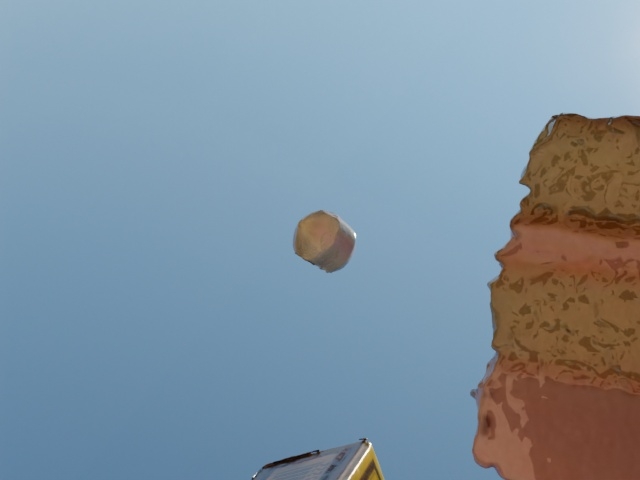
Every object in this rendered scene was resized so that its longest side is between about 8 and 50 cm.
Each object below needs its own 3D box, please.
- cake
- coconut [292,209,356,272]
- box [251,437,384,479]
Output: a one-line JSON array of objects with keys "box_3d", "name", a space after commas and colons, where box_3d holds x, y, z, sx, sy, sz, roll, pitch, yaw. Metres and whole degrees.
[{"box_3d": [0.315, 0.072, 0.658, 0.293, 0.314, 0.306, 13, -87, 39], "name": "cake"}, {"box_3d": [0.000, 0.000, 1.406, 0.110, 0.124, 0.110, -32, -141, 30], "name": "coconut"}, {"box_3d": [-0.013, 0.236, 0.351, 0.084, 0.192, 0.301, -21, 179, 17], "name": "box"}]
